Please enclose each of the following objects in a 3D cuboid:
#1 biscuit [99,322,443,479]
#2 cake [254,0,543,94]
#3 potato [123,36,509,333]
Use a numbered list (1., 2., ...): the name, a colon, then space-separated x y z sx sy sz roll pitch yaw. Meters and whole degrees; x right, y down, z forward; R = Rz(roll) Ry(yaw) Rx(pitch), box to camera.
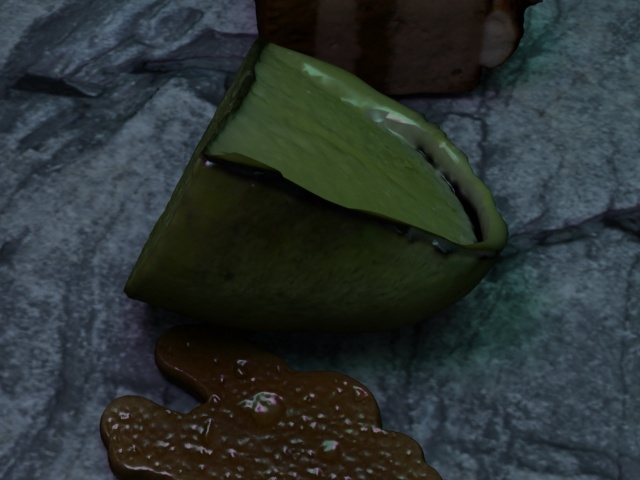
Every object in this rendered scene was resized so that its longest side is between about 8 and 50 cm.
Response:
1. biscuit: -0.037 0.181 1.380 0.295 0.044 0.186 27 60 17
2. cake: 0.075 -0.271 1.614 0.293 0.196 0.198 -2 53 -3
3. potato: 0.000 0.000 1.433 0.280 0.212 0.330 26 26 -7
